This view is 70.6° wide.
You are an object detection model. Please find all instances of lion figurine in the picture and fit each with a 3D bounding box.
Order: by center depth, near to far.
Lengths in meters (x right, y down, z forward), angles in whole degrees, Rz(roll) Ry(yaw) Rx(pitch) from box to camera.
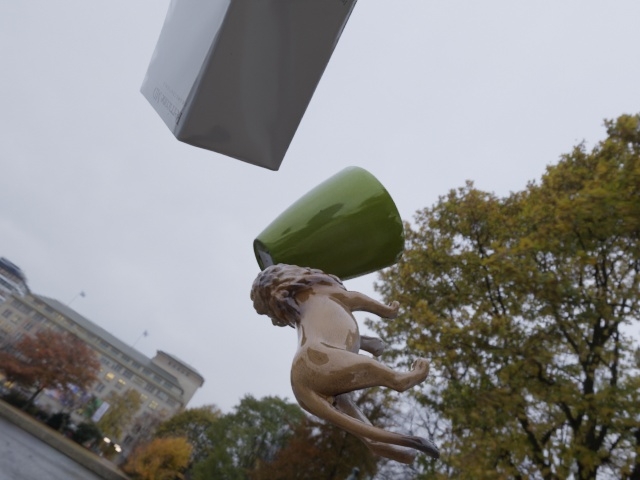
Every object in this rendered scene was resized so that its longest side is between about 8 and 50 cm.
[{"bbox_3d":[0.012,0.152,0.670,0.240,0.142,0.392,18,13,-13],"label":"lion figurine"}]

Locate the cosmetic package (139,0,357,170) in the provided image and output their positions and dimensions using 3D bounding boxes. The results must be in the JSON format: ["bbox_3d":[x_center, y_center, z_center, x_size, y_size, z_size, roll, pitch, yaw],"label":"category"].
[{"bbox_3d":[-0.080,-0.312,0.585,0.156,0.384,0.217,14,20,-41],"label":"cosmetic package"}]

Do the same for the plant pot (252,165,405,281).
[{"bbox_3d":[0.000,0.000,1.081,0.275,0.294,0.274,45,-31,36],"label":"plant pot"}]
